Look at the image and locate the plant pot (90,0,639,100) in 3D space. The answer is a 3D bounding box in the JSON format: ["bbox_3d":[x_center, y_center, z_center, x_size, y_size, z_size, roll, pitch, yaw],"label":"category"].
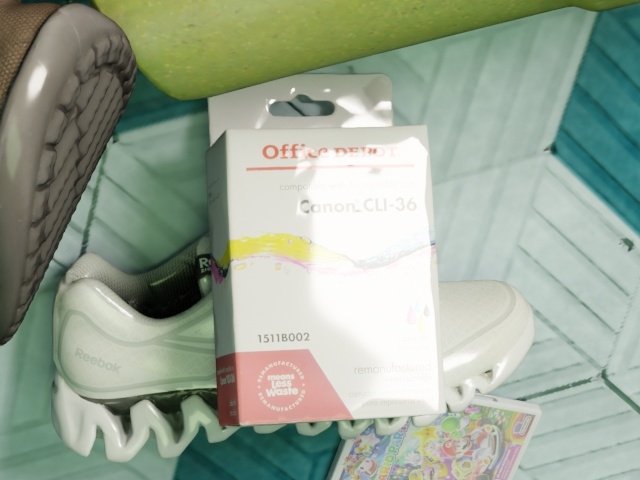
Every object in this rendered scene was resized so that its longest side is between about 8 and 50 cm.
[{"bbox_3d":[0.013,-0.191,0.801,0.254,0.276,0.276,-20,122,14],"label":"plant pot"}]

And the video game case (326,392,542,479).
[{"bbox_3d":[0.074,0.134,1.125,0.122,0.011,0.087,12,117,-17],"label":"video game case"}]

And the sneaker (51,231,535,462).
[{"bbox_3d":[-0.016,0.050,1.010,0.292,0.110,0.118,-7,112,-8],"label":"sneaker"}]

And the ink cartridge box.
[{"bbox_3d":[0.000,0.000,0.943,0.115,0.067,0.198,-2,83,-13],"label":"ink cartridge box"}]

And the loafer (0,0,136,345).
[{"bbox_3d":[-0.189,-0.019,0.826,0.130,0.133,0.366,26,155,-9],"label":"loafer"}]
